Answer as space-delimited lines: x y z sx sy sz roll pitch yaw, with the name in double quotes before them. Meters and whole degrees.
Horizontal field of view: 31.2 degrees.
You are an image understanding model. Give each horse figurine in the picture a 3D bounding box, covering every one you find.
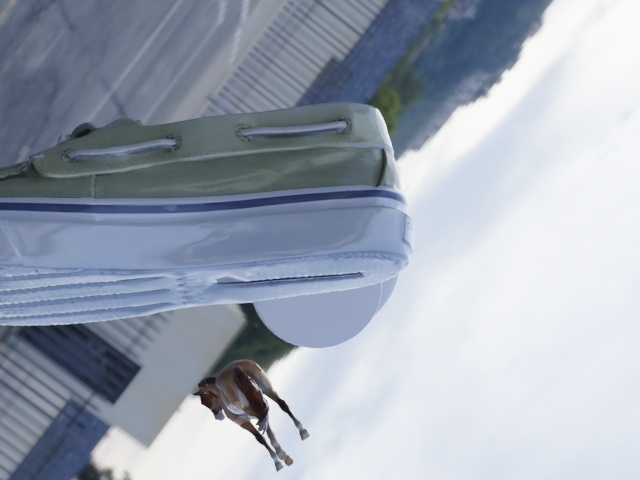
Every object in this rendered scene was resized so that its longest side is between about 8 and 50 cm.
"horse figurine" -0.094 0.224 1.537 0.066 0.174 0.263 -36 167 -18

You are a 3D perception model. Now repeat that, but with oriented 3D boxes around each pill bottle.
"pill bottle" 0.000 0.000 0.883 0.124 0.124 0.221 -51 -171 13

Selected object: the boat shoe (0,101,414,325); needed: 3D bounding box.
"boat shoe" -0.103 -0.016 0.607 0.109 0.302 0.094 108 -23 -68
